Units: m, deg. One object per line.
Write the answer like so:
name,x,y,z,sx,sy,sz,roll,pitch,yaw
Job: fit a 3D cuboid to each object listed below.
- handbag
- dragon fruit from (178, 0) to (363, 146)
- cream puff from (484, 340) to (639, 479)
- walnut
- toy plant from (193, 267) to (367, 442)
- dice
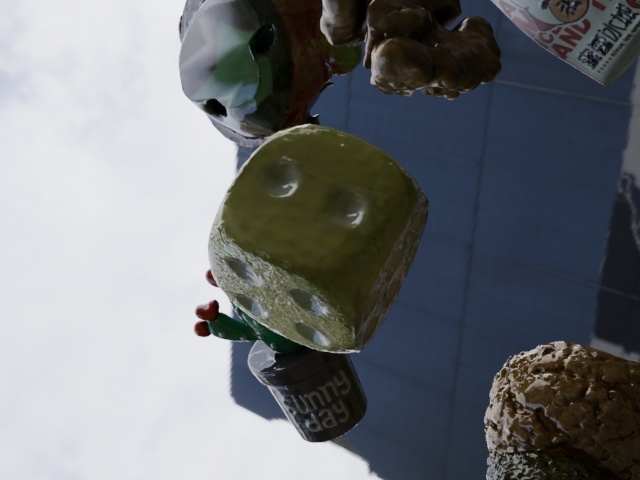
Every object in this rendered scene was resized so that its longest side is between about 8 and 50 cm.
handbag,0.270,-0.335,1.084,0.151,0.298,0.171,-60,0,-30
dragon fruit,-0.086,-0.241,1.206,0.130,0.295,0.268,-20,-73,-45
cream puff,0.220,0.204,0.801,0.169,0.183,0.183,-64,-34,-37
walnut,0.066,-0.161,0.725,0.170,0.143,0.069,-20,-27,-52
toy plant,-0.049,0.168,1.683,0.185,0.279,0.400,-46,-62,-42
dice,0.000,0.000,0.941,0.169,0.169,0.166,-58,-17,-25
